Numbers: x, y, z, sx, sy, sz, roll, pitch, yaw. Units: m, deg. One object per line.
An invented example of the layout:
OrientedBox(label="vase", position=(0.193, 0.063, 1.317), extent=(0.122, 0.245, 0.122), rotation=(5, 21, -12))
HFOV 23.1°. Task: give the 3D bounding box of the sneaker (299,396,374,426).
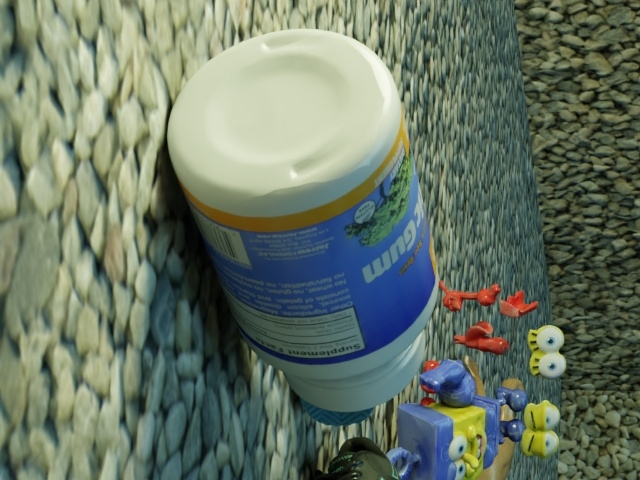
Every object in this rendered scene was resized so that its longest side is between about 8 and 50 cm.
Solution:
OrientedBox(label="sneaker", position=(0.011, 0.035, 1.295), extent=(0.092, 0.087, 0.229), rotation=(-79, 171, -64))

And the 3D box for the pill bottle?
OrientedBox(label="pill bottle", position=(0.000, 0.000, 1.076), extent=(0.272, 0.152, 0.152), rotation=(72, 22, -50))

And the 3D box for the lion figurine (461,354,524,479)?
OrientedBox(label="lion figurine", position=(0.225, 0.377, 2.124), extent=(0.392, 0.142, 0.240), rotation=(69, 27, -19))

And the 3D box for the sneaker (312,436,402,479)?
OrientedBox(label="sneaker", position=(0.019, 0.243, 1.326), extent=(0.267, 0.101, 0.106), rotation=(-29, 98, -77))

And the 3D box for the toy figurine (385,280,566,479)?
OrientedBox(label="toy figurine", position=(0.127, 0.242, 1.758), extent=(0.217, 0.191, 0.363), rotation=(-18, 117, -45))
